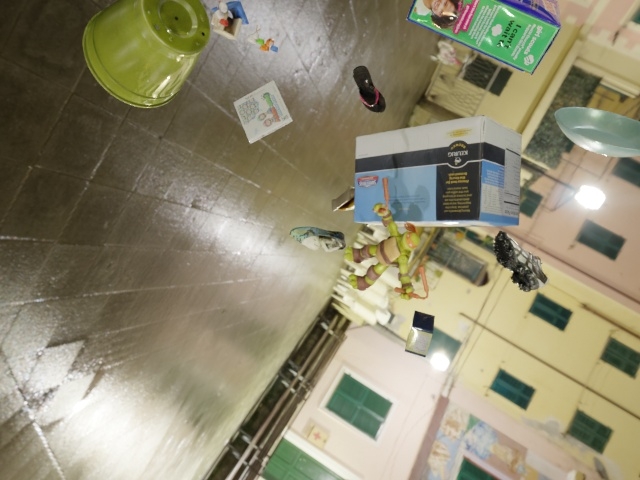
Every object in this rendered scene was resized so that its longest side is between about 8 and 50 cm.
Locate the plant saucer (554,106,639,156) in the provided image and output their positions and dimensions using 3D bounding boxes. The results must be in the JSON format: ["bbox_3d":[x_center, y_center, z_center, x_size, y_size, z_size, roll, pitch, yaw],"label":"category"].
[{"bbox_3d":[0.535,-0.198,0.863,0.195,0.194,0.038,-48,152,-48],"label":"plant saucer"}]

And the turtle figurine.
[{"bbox_3d":[0.144,0.016,1.013,0.087,0.270,0.217,-9,165,-40],"label":"turtle figurine"}]

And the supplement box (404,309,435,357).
[{"bbox_3d":[0.260,0.244,1.201,0.083,0.056,0.083,-51,153,-64],"label":"supplement box"}]

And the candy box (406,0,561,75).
[{"bbox_3d":[0.395,-0.548,1.096,0.268,0.317,0.122,-58,171,-48],"label":"candy box"}]

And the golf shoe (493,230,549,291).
[{"bbox_3d":[0.561,0.056,1.288,0.093,0.198,0.077,-4,144,-20],"label":"golf shoe"}]

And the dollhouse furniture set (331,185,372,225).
[{"bbox_3d":[0.185,-0.116,1.480,0.197,0.151,0.301,-11,170,-25],"label":"dollhouse furniture set"}]

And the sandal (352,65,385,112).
[{"bbox_3d":[0.146,-0.449,1.398,0.179,0.067,0.040,47,35,-47],"label":"sandal"}]

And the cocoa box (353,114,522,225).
[{"bbox_3d":[0.282,-0.148,1.132,0.231,0.347,0.228,2,90,-46],"label":"cocoa box"}]

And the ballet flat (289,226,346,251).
[{"bbox_3d":[0.000,0.000,1.308,0.188,0.070,0.070,3,125,-35],"label":"ballet flat"}]

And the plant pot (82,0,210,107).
[{"bbox_3d":[-0.560,-0.688,1.565,0.353,0.366,0.366,-8,-144,47],"label":"plant pot"}]

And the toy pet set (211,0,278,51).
[{"bbox_3d":[-0.145,-0.409,0.853,0.122,0.114,0.065,12,102,-41],"label":"toy pet set"}]

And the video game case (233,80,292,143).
[{"bbox_3d":[-0.174,-0.387,1.375,0.143,0.157,0.019,-26,159,7],"label":"video game case"}]
